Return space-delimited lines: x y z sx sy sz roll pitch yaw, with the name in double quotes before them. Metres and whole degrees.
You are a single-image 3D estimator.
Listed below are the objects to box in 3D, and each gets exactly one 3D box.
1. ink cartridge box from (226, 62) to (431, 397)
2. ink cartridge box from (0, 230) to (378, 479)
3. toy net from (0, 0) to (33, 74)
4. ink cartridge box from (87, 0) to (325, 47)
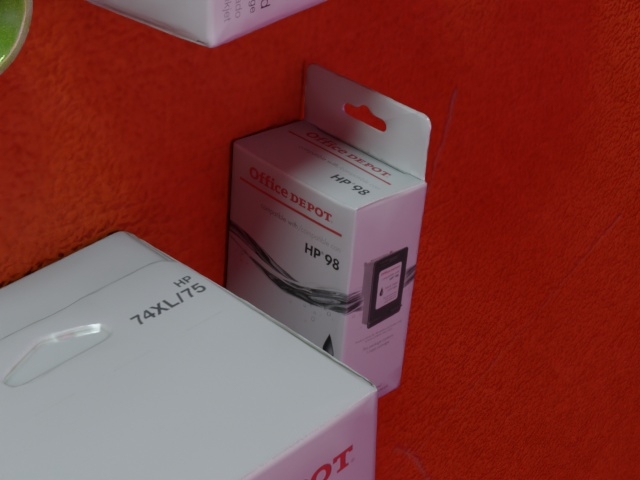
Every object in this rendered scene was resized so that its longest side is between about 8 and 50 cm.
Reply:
"ink cartridge box" 0.000 0.000 0.767 0.060 0.104 0.180 -22 129 -39
"ink cartridge box" -0.107 0.176 0.677 0.198 0.197 0.270 -29 133 -36
"toy net" -0.163 -0.171 0.505 0.122 0.045 0.232 -45 141 -20
"ink cartridge box" -0.012 -0.199 0.612 0.212 0.093 0.154 -32 137 -46
